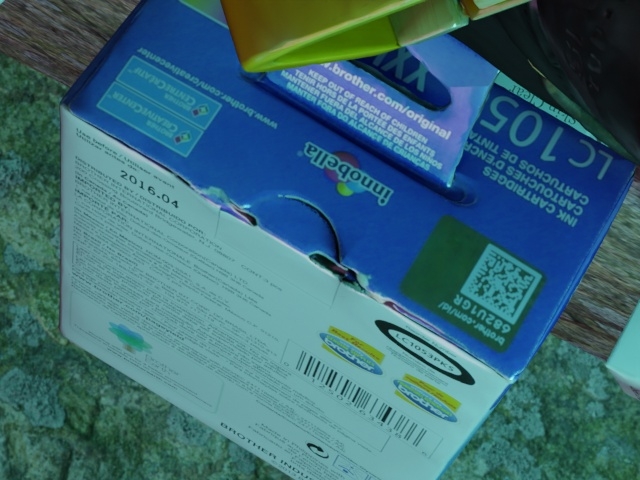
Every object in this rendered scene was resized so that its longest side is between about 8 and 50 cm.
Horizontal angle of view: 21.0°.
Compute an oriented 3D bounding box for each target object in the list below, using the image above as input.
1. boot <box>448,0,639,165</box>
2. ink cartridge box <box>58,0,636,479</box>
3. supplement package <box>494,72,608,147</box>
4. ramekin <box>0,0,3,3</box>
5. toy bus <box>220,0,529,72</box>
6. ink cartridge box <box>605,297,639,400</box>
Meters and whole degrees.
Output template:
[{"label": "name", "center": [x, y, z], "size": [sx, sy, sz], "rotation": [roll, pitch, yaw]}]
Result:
[{"label": "boot", "center": [0.126, -0.100, 0.587], "size": [0.284, 0.138, 0.377], "rotation": [39, -157, 29]}, {"label": "ink cartridge box", "center": [0.000, 0.000, 0.974], "size": [0.270, 0.151, 0.395], "rotation": [31, 158, 5]}, {"label": "supplement package", "center": [0.060, -0.071, 1.197], "size": [0.262, 0.145, 0.204], "rotation": [26, 175, 16]}, {"label": "ramekin", "center": [-0.223, -0.213, 0.706], "size": [0.273, 0.273, 0.127], "rotation": [29, 164, -8]}, {"label": "toy bus", "center": [0.005, -0.136, 0.373], "size": [0.202, 0.191, 0.104], "rotation": [31, -156, 22]}, {"label": "ink cartridge box", "center": [0.249, 0.055, 1.142], "size": [0.067, 0.198, 0.115], "rotation": [26, 174, 21]}]
